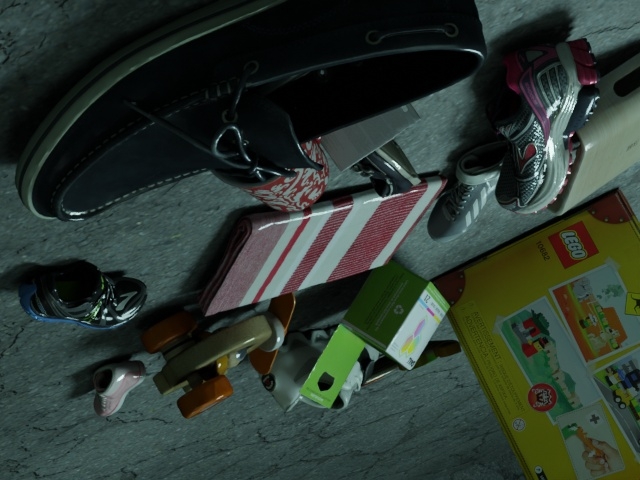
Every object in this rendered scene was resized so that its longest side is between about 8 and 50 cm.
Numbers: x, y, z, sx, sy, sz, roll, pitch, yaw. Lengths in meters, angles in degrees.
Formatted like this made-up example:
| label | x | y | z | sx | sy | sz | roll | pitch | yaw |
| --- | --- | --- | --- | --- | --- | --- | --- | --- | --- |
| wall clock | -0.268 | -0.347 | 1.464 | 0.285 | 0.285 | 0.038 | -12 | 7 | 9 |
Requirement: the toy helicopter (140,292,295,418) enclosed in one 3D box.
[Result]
| label | x | y | z | sx | sy | sz | roll | pitch | yaw |
| --- | --- | --- | --- | --- | --- | --- | --- | --- | --- |
| toy helicopter | -0.153 | 0.175 | 2.007 | 0.235 | 0.140 | 0.355 | -28 | 172 | -17 |

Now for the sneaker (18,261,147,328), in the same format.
| label | x | y | z | sx | sy | sz | roll | pitch | yaw |
| --- | --- | --- | --- | --- | --- | --- | --- | --- | --- |
| sneaker | -0.285 | 0.068 | 1.615 | 0.078 | 0.067 | 0.188 | -31 | 157 | 34 |

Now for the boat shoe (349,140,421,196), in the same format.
| label | x | y | z | sx | sy | sz | roll | pitch | yaw |
| --- | --- | --- | --- | --- | --- | --- | --- | --- | --- |
| boat shoe | 0.073 | -0.093 | 1.623 | 0.065 | 0.075 | 0.206 | -32 | 164 | 10 |

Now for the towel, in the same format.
| label | x | y | z | sx | sy | sz | roll | pitch | yaw |
| --- | --- | --- | --- | --- | --- | --- | --- | --- | --- |
| towel | 0.000 | 0.000 | 1.829 | 0.329 | 0.037 | 0.237 | -14 | 155 | -31 |

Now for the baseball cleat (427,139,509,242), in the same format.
| label | x | y | z | sx | sy | sz | roll | pitch | yaw |
| --- | --- | --- | --- | --- | --- | --- | --- | --- | --- |
| baseball cleat | 0.207 | -0.077 | 1.845 | 0.109 | 0.072 | 0.206 | 11 | 130 | -48 |

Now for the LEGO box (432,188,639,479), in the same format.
| label | x | y | z | sx | sy | sz | roll | pitch | yaw |
| --- | --- | --- | --- | --- | --- | --- | --- | --- | --- |
| LEGO box | 0.472 | 0.224 | 2.254 | 0.372 | 0.500 | 0.193 | -26 | 159 | 4 |

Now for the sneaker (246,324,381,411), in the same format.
| label | x | y | z | sx | sy | sz | roll | pitch | yaw |
| --- | --- | --- | --- | --- | --- | --- | --- | --- | --- |
| sneaker | 0.034 | 0.228 | 2.276 | 0.330 | 0.146 | 0.122 | -11 | 155 | -37 |

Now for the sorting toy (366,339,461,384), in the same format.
| label | x | y | z | sx | sy | sz | roll | pitch | yaw |
| --- | --- | --- | --- | --- | --- | --- | --- | --- | --- |
| sorting toy | 0.149 | 0.237 | 2.436 | 0.229 | 0.041 | 0.307 | -19 | 179 | -14 |

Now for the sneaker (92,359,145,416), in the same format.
| label | x | y | z | sx | sy | sz | roll | pitch | yaw |
| --- | --- | --- | --- | --- | --- | --- | --- | --- | --- |
| sneaker | -0.330 | 0.228 | 1.986 | 0.070 | 0.051 | 0.134 | -1 | 146 | -45 |

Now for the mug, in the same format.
| label | x | y | z | sx | sy | sz | roll | pitch | yaw |
| --- | --- | --- | --- | --- | --- | --- | --- | --- | --- |
| mug | -0.036 | -0.099 | 1.428 | 0.150 | 0.113 | 0.169 | -23 | 164 | 8 |

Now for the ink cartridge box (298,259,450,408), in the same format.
| label | x | y | z | sx | sy | sz | roll | pitch | yaw |
| --- | --- | --- | --- | --- | --- | --- | --- | --- | --- |
| ink cartridge box | 0.091 | 0.173 | 2.102 | 0.255 | 0.097 | 0.189 | -59 | 159 | -5 |

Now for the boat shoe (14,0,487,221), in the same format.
| label | x | y | z | sx | sy | sz | roll | pitch | yaw |
| --- | --- | --- | --- | --- | --- | --- | --- | --- | --- |
| boat shoe | -0.067 | -0.132 | 1.251 | 0.500 | 0.156 | 0.187 | -26 | 162 | 6 |

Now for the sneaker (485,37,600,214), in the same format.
| label | x | y | z | sx | sy | sz | roll | pitch | yaw |
| --- | --- | --- | --- | --- | --- | --- | --- | --- | --- |
| sneaker | 0.264 | -0.147 | 1.664 | 0.112 | 0.121 | 0.299 | -5 | 143 | -9 |

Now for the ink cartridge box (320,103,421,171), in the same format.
| label | x | y | z | sx | sy | sz | roll | pitch | yaw |
| --- | --- | --- | --- | --- | --- | --- | --- | --- | --- |
| ink cartridge box | 0.054 | -0.137 | 1.501 | 0.115 | 0.063 | 0.029 | -32 | -171 | 17 |

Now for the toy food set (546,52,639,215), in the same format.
| label | x | y | z | sx | sy | sz | roll | pitch | yaw |
| --- | --- | --- | --- | --- | --- | --- | --- | --- | --- |
| toy food set | 0.416 | -0.169 | 1.840 | 0.220 | 0.092 | 0.306 | -34 | 163 | -10 |
